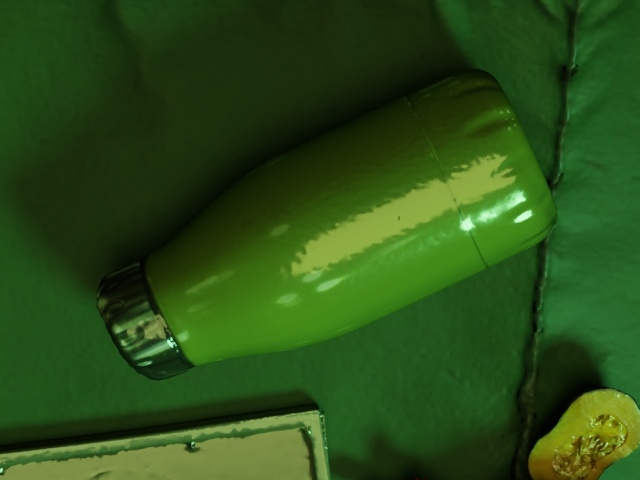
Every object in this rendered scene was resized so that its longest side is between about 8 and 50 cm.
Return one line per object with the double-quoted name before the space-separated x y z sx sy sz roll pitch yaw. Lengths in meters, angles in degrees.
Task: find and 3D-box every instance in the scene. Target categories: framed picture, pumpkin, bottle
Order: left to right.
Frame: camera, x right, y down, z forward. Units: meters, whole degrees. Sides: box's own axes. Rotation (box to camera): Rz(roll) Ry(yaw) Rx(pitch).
"framed picture" -0.115 0.208 1.228 0.260 0.023 0.189 -8 103 -1
"bottle" 0.000 0.000 1.140 0.260 0.112 0.112 -25 103 4
"pumpkin" 0.161 0.119 1.217 0.050 0.028 0.083 41 107 -12

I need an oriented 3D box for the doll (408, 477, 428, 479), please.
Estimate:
"doll" 0.109 0.187 1.219 0.169 0.057 0.109 14 117 8
